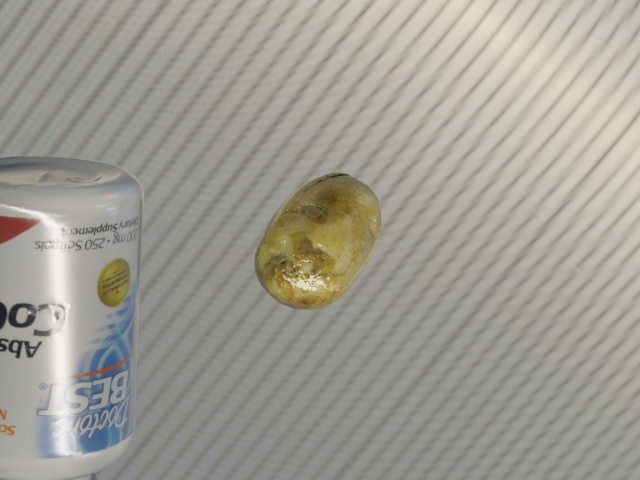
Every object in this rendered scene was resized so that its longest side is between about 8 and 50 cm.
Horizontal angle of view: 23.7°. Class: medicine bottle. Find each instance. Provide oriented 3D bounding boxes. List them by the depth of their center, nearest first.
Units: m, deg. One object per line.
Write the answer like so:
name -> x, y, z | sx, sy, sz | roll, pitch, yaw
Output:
medicine bottle -> -0.222, 0.086, 1.211 | 0.157, 0.157, 0.289 | 0, 104, -13

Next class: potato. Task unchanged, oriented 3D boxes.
potato -> 0.000, 0.000, 1.531 | 0.107, 0.170, 0.080 | 42, 139, 1
